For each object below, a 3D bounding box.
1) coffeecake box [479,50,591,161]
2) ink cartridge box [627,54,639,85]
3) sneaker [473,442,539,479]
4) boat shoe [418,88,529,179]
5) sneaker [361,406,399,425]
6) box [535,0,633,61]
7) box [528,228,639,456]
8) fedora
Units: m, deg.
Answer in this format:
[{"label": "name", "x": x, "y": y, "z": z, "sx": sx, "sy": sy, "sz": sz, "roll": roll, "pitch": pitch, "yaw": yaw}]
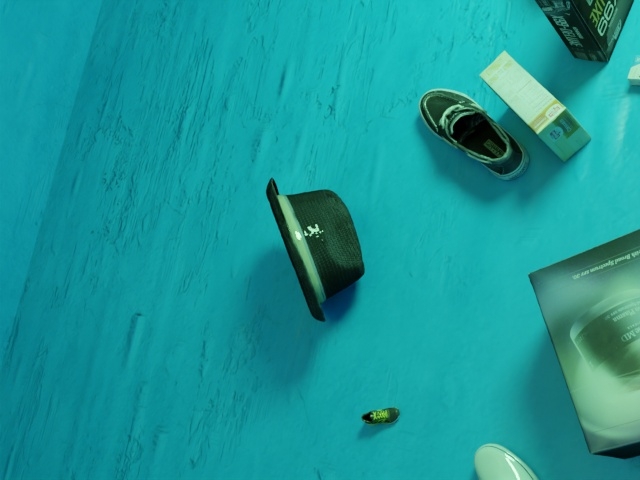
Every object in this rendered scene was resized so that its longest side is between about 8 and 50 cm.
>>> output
[{"label": "coffeecake box", "x": 0.401, "y": -0.250, "z": 1.284, "sx": 0.068, "sy": 0.142, "sz": 0.185, "roll": -44, "pitch": 52, "yaw": 18}, {"label": "ink cartridge box", "x": 0.598, "y": -0.301, "z": 1.220, "sx": 0.083, "sy": 0.028, "sz": 0.048, "roll": 16, "pitch": 84, "yaw": 41}, {"label": "sneaker", "x": 0.328, "y": 0.447, "z": 1.121, "sx": 0.094, "sy": 0.091, "sz": 0.258, "roll": -45, "pitch": 52, "yaw": 18}, {"label": "boat shoe", "x": 0.290, "y": -0.232, "z": 1.394, "sx": 0.108, "sy": 0.102, "sz": 0.301, "roll": -49, "pitch": 51, "yaw": 14}, {"label": "sneaker", "x": 0.118, "y": 0.351, "z": 1.363, "sx": 0.083, "sy": 0.035, "sz": 0.031, "roll": -25, "pitch": 60, "yaw": 30}, {"label": "box", "x": 0.506, "y": -0.516, "z": 1.233, "sx": 0.076, "sy": 0.242, "sz": 0.307, "roll": 21, "pitch": 87, "yaw": 42}, {"label": "box", "x": 0.518, "y": 0.142, "z": 1.024, "sx": 0.296, "sy": 0.183, "sz": 0.294, "roll": -28, "pitch": 60, "yaw": 29}, {"label": "fedora", "x": 0.000, "y": 0.000, "z": 1.478, "sx": 0.153, "sy": 0.334, "sz": 0.334, "roll": -21, "pitch": 57, "yaw": -3}]
